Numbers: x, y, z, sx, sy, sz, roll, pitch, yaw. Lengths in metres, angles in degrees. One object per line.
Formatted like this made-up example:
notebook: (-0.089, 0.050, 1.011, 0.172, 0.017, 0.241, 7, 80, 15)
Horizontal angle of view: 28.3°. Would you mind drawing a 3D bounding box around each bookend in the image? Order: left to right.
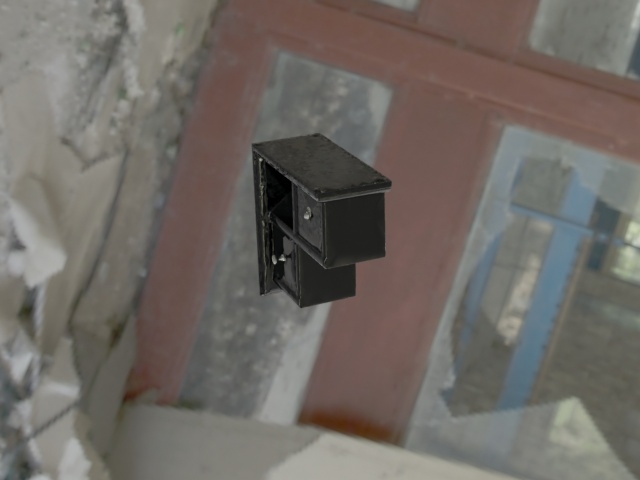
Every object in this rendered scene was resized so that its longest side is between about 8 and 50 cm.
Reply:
bookend: (0.000, 0.000, 1.158, 0.156, 0.072, 0.157, -139, -137, -58)
